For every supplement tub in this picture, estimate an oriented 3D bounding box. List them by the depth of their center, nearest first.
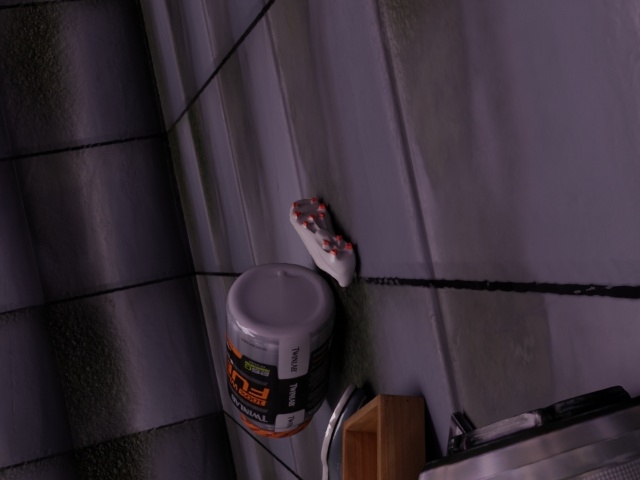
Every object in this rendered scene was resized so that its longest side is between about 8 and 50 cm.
[{"bbox_3d":[-0.076,0.210,1.528,0.193,0.194,0.316,-119,23,-43],"label":"supplement tub"}]

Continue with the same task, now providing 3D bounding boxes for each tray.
[{"bbox_3d":[0.087,0.440,1.158,0.203,0.076,0.410,120,155,-63],"label":"tray"}]

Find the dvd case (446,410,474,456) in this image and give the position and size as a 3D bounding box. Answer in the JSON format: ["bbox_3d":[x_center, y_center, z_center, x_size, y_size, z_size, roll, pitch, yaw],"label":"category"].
[{"bbox_3d":[0.200,0.348,1.044,0.164,0.018,0.221,-126,30,-51],"label":"dvd case"}]

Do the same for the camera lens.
[{"bbox_3d":[0.207,0.261,0.621,0.219,0.219,0.274,121,135,-65],"label":"camera lens"}]

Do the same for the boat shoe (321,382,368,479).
[{"bbox_3d":[0.061,0.383,1.429,0.099,0.116,0.319,18,121,20],"label":"boat shoe"}]

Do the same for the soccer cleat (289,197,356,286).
[{"bbox_3d":[0.000,0.000,1.370,0.196,0.068,0.076,-126,26,-47],"label":"soccer cleat"}]
